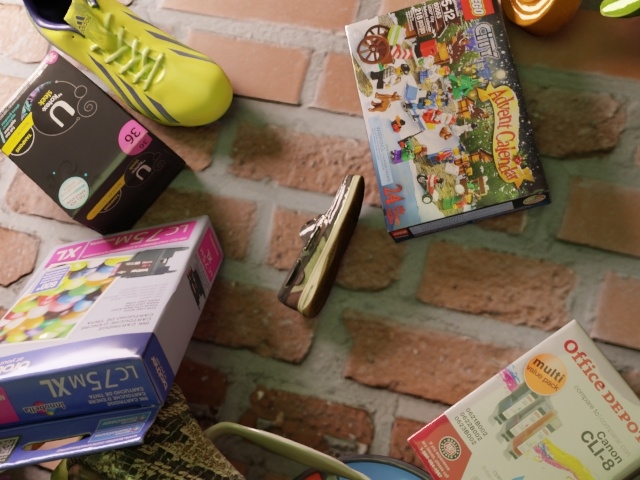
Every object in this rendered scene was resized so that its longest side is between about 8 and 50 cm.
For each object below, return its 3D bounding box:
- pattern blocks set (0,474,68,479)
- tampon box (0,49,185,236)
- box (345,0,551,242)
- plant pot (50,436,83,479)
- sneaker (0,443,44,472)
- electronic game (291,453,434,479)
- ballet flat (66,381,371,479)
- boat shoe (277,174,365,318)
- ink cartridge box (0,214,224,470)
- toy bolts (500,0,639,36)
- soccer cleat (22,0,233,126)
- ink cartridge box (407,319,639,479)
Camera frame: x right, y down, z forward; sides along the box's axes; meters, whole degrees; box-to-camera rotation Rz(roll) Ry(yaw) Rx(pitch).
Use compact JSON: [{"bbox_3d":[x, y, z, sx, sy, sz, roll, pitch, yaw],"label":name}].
[{"bbox_3d":[-0.249,0.377,0.935,0.285,0.026,0.325,-23,80,19],"label":"pattern blocks set"},{"bbox_3d":[-0.254,-0.100,1.072,0.161,0.101,0.120,40,89,22],"label":"tampon box"},{"bbox_3d":[0.124,-0.129,0.997,0.159,0.044,0.233,-15,71,13],"label":"box"},{"bbox_3d":[-0.226,0.227,0.992,0.079,0.083,0.083,-41,67,16],"label":"plant pot"},{"bbox_3d":[-0.395,0.212,1.044,0.290,0.123,0.106,-6,95,35],"label":"sneaker"},{"bbox_3d":[0.040,0.310,0.898,0.229,0.048,0.229,-4,74,16],"label":"electronic game"},{"bbox_3d":[0.007,0.280,0.818,0.483,0.164,0.182,36,58,16],"label":"ballet flat"},{"bbox_3d":[0.000,0.000,0.993,0.049,0.056,0.152,20,82,16],"label":"boat shoe"},{"bbox_3d":[-0.213,0.085,0.926,0.186,0.065,0.311,-11,29,13],"label":"ink cartridge box"},{"bbox_3d":[0.304,-0.302,0.972,0.218,0.158,0.228,-7,80,57],"label":"toy bolts"},{"bbox_3d":[-0.222,-0.213,1.084,0.289,0.121,0.093,34,86,22],"label":"soccer cleat"},{"bbox_3d":[0.190,0.175,0.848,0.176,0.127,0.128,-37,68,3],"label":"ink cartridge box"}]
